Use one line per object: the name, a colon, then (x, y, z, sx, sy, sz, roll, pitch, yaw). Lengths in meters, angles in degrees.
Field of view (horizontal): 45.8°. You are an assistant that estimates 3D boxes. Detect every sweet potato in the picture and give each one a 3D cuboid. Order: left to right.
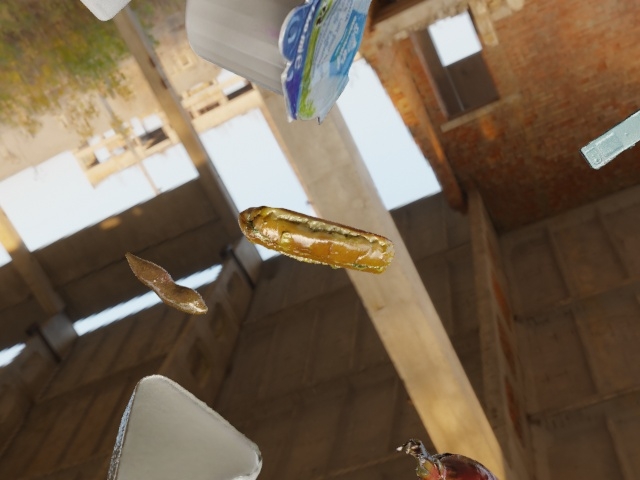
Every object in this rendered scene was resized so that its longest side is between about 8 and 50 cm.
sweet potato: (-0.340, 0.099, 1.654, 0.065, 0.218, 0.051, -58, 178, 25)

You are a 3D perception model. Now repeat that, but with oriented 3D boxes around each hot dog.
hot dog: (0.000, 0.000, 1.208, 0.115, 0.268, 0.072, -18, -120, 64)

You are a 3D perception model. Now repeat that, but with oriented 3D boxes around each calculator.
calculator: (0.582, -0.202, 1.446, 0.172, 0.057, 0.018, -36, -170, 25)

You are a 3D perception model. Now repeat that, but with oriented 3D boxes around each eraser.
eraser: (-0.285, 0.475, 1.604, 0.150, 0.331, 0.331, -64, 175, 34)

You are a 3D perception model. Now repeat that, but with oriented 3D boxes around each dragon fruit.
dragon fruit: (0.198, 0.377, 1.183, 0.125, 0.246, 0.125, -40, -146, 4)

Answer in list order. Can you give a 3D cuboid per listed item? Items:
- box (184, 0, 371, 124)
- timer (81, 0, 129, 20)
box: (-0.077, -0.310, 1.077, 0.206, 0.263, 0.291, 23, -157, 17)
timer: (-0.364, -0.507, 1.213, 0.194, 0.195, 0.192, -43, -137, 3)
